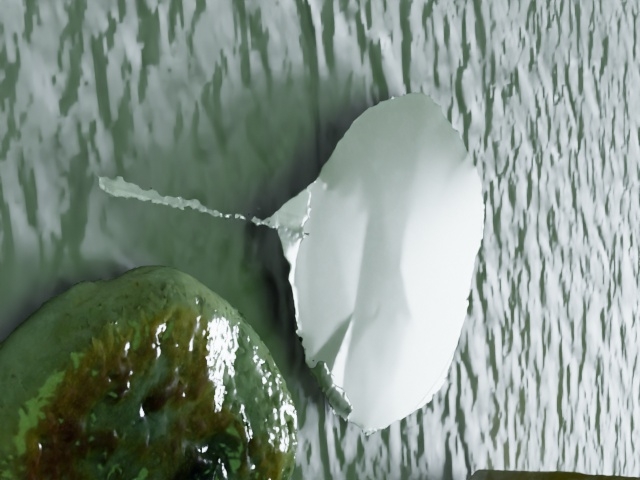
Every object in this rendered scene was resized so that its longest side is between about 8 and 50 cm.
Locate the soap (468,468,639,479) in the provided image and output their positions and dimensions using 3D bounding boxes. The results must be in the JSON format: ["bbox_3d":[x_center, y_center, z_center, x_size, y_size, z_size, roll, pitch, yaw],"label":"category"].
[{"bbox_3d":[0.104,0.272,0.662,0.091,0.199,0.315,40,64,-24],"label":"soap"}]

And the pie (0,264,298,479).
[{"bbox_3d":[-0.080,0.102,0.571,0.187,0.041,0.186,-9,103,-45],"label":"pie"}]

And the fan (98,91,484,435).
[{"bbox_3d":[-0.001,0.000,0.633,0.310,0.010,0.182,17,82,-54],"label":"fan"}]
